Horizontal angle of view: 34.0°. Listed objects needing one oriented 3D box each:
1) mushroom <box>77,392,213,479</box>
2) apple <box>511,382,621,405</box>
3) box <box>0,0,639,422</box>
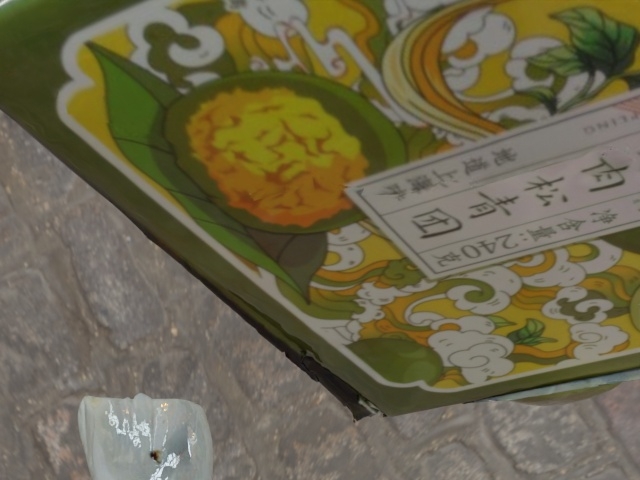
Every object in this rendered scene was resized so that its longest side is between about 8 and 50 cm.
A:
[{"bbox_3d":[-0.202,0.338,1.251,0.159,0.122,0.328,-12,66,12],"label":"mushroom"},{"bbox_3d":[0.323,0.113,1.504,0.279,0.279,0.279,2,66,-5],"label":"apple"},{"bbox_3d":[0.121,-0.077,0.448,0.420,0.373,0.138,-16,52,24],"label":"box"}]
